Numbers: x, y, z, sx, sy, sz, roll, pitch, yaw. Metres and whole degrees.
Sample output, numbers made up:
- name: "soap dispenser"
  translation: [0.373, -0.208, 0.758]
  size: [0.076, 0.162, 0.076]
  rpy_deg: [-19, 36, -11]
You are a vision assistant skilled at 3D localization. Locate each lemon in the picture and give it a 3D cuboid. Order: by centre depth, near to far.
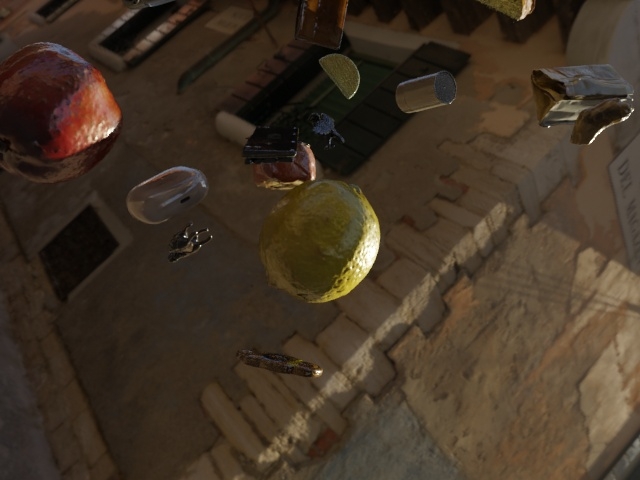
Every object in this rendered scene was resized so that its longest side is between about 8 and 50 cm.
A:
- name: "lemon"
  translation: [-0.001, 0.001, 1.520]
  size: [0.336, 0.336, 0.336]
  rpy_deg: [44, -9, 9]

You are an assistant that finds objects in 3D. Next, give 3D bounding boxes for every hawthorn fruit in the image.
- name: "hawthorn fruit"
  translation: [-0.532, -0.223, 1.057]
  size: [0.254, 0.300, 0.254]
  rpy_deg: [28, -43, 30]

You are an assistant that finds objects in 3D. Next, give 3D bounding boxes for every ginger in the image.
- name: "ginger"
  translation: [0.819, -0.353, 1.680]
  size: [0.095, 0.190, 0.069]
  rpy_deg: [63, 21, 10]

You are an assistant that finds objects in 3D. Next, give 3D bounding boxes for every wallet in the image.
- name: "wallet"
  translation: [0.004, -0.673, 1.673]
  size: [0.161, 0.195, 0.042]
  rpy_deg: [0, 16, -33]

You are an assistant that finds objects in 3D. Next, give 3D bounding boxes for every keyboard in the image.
- name: "keyboard"
  translation: [-0.094, -0.191, 1.110]
  size: [0.317, 0.106, 0.027]
  rpy_deg: [-92, -178, -71]

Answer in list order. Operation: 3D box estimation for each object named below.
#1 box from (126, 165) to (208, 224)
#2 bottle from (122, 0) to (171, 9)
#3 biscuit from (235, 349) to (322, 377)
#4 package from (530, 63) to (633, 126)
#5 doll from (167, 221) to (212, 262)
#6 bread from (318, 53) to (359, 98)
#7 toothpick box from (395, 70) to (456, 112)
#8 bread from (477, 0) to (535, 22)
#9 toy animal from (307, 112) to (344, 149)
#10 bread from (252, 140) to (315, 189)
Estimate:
- name: "box"
  translation: [-0.369, -0.112, 1.380]
  size: [0.146, 0.200, 0.088]
  rpy_deg: [20, -47, 40]
- name: "bottle"
  translation: [-0.310, -0.548, 1.205]
  size: [0.245, 0.082, 0.072]
  rpy_deg: [-7, -49, 20]
- name: "biscuit"
  translation: [-0.134, 0.381, 1.801]
  size: [0.291, 0.041, 0.208]
  rpy_deg: [10, -5, 17]
- name: "package"
  translation: [0.945, -0.541, 2.037]
  size: [0.165, 0.311, 0.221]
  rpy_deg: [156, -72, -75]
- name: "doll"
  translation: [-0.423, 0.014, 1.782]
  size: [0.057, 0.165, 0.139]
  rpy_deg: [55, 12, 16]
- name: "bread"
  translation: [0.091, -0.675, 2.285]
  size: [0.193, 0.112, 0.036]
  rpy_deg: [50, -9, -10]
- name: "toothpick box"
  translation: [0.347, -0.491, 1.891]
  size: [0.111, 0.111, 0.181]
  rpy_deg: [50, -25, -26]
- name: "bread"
  translation: [0.609, -0.850, 1.899]
  size: [0.260, 0.129, 0.134]
  rpy_deg: [26, -29, 3]
- name: "toy animal"
  translation: [0.014, -0.297, 1.522]
  size: [0.108, 0.062, 0.220]
  rpy_deg: [61, 18, -14]
- name: "bread"
  translation: [-0.114, -0.218, 1.688]
  size: [0.190, 0.122, 0.244]
  rpy_deg: [5, -2, -14]
